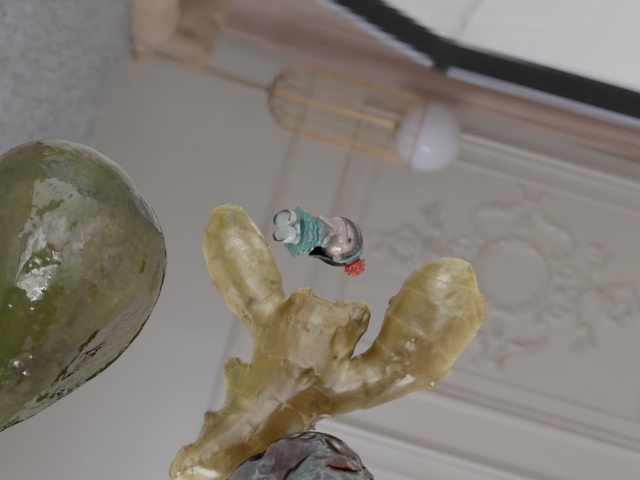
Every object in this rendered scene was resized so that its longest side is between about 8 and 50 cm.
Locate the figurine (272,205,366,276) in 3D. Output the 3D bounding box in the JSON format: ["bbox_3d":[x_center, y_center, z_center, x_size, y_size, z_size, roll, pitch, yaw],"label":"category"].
[{"bbox_3d":[0.000,0.000,1.469,0.047,0.106,0.060,-38,-127,35],"label":"figurine"}]

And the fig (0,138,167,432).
[{"bbox_3d":[-0.174,0.031,0.820,0.185,0.126,0.133,-38,175,-20],"label":"fig"}]

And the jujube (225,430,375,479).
[{"bbox_3d":[-0.010,0.377,1.712,0.226,0.226,0.317,-71,149,-58],"label":"jujube"}]

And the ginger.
[{"bbox_3d":[-0.002,0.159,1.822,0.122,0.363,0.348,25,79,-87],"label":"ginger"}]
